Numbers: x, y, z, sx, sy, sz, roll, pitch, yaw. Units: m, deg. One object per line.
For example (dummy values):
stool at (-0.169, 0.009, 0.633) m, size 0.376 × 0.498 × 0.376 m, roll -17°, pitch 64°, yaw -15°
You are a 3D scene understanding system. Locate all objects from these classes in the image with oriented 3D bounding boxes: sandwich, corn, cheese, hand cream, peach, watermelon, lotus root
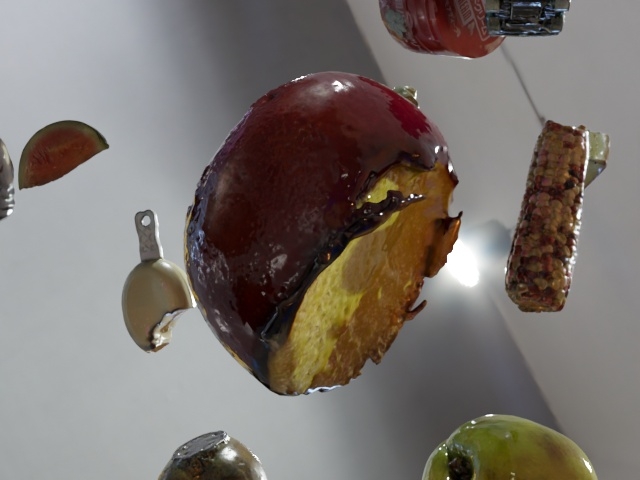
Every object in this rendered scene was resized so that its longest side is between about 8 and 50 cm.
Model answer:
sandwich at (0.494, -0.159, 1.932) m, size 0.258 × 0.094 × 0.096 m, roll 108°, pitch -5°, yaw -77°
corn at (0.319, -0.034, 1.379) m, size 0.092 × 0.092 × 0.281 m, roll 162°, pitch -58°, yaw -74°
cheese at (-0.328, 0.078, 1.895) m, size 0.070 × 0.163 × 0.249 m, roll -5°, pitch 65°, yaw -59°
hand cream at (0.220, -0.427, 1.712) m, size 0.149 × 0.230 × 0.230 m, roll 23°, pitch -41°, yaw 49°
peach at (0.000, 0.000, 1.336) m, size 0.339 × 0.353 × 0.417 m, roll 47°, pitch 43°, yaw -54°
watermelon at (-0.581, -0.196, 2.214) m, size 0.063 × 0.245 × 0.119 m, roll 35°, pitch 35°, yaw -66°
lotus root at (-0.173, 0.531, 1.830) m, size 0.250 × 0.250 × 0.346 m, roll 167°, pitch -95°, yaw -73°
peach at (0.349, 0.460, 1.810) m, size 0.315 × 0.282 × 0.314 m, roll 28°, pitch 28°, yaw -10°

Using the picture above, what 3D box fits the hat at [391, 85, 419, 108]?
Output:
hat at (0.119, -0.227, 1.911) m, size 0.081 × 0.166 × 0.122 m, roll 104°, pitch -30°, yaw -88°

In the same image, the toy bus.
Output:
toy bus at (0.312, -0.395, 1.503) m, size 0.256 × 0.128 × 0.147 m, roll 12°, pitch 81°, yaw -80°

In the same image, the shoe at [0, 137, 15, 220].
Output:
shoe at (-0.455, -0.133, 1.129) m, size 0.384 × 0.171 × 0.237 m, roll -7°, pitch 100°, yaw -90°
